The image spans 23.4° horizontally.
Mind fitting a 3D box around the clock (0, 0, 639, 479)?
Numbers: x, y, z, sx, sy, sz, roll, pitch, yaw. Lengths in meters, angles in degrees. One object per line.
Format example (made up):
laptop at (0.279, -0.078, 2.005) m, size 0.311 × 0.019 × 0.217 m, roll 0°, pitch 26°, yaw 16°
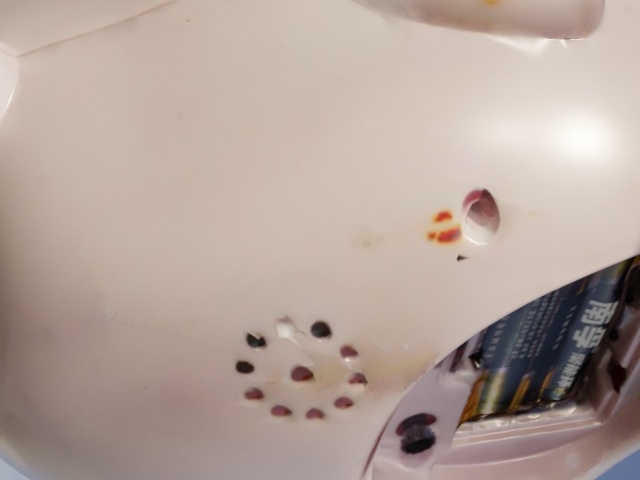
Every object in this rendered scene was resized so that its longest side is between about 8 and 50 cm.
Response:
clock at (0.000, 0.000, 0.705) m, size 0.368 × 0.376 × 0.250 m, roll 103°, pitch -27°, yaw -49°
